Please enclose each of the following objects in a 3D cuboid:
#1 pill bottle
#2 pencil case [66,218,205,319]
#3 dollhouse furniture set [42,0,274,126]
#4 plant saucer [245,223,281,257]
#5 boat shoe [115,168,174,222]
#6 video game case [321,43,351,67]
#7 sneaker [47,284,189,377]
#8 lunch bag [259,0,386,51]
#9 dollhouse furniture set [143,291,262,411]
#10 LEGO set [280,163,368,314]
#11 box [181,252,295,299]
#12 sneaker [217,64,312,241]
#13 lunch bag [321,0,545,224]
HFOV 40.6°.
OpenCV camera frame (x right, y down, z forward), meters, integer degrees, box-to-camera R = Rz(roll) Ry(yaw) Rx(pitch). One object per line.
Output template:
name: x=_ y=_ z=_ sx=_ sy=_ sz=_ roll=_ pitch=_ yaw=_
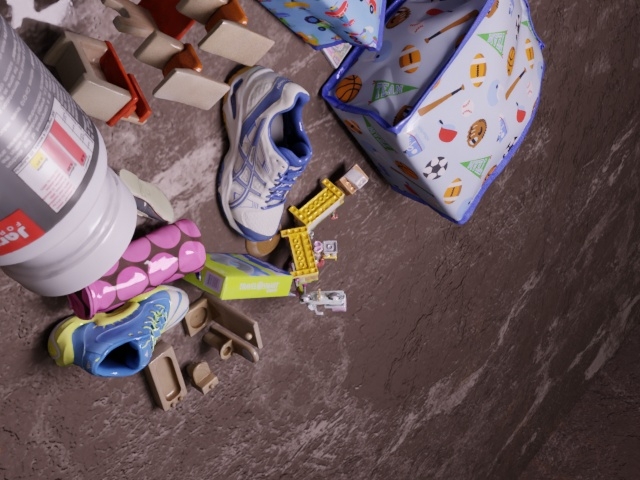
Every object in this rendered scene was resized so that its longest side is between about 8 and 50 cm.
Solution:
pill bottle: x=-0.356 y=-0.102 z=0.906 sx=0.210 sy=0.210 sz=0.363 roll=-53 pitch=143 yaw=-16
pencil case: x=-0.263 y=0.043 z=1.224 sx=0.209 sy=0.098 sz=0.095 roll=-23 pitch=93 yaw=-41
dollhouse furniture set: x=-0.192 y=-0.256 z=1.015 sx=0.259 sy=0.262 sz=0.135 roll=-40 pitch=155 yaw=25
plant saucer: x=-0.092 y=-0.007 z=1.472 sx=0.083 sy=0.015 sz=0.083 roll=-29 pitch=131 yaw=-40
boat shoe: x=-0.255 y=-0.057 z=1.211 sx=0.043 sy=0.049 sz=0.137 roll=-25 pitch=151 yaw=17
video game case: x=0.038 y=-0.358 z=1.430 sx=0.122 sy=0.011 sz=0.087 roll=-57 pitch=144 yaw=-11
sneaker: x=-0.262 y=0.141 z=1.247 sx=0.240 sy=0.126 sz=0.091 roll=-23 pitch=127 yaw=-43
lunch bag: x=0.022 y=-0.461 z=1.275 sx=0.221 sy=0.138 sz=0.293 roll=29 pitch=75 yaw=-54
dollhouse furniture set: x=-0.184 y=0.199 z=1.384 sx=0.151 sy=0.123 sz=0.144 roll=-38 pitch=137 yaw=-32
LEGO set: x=0.000 y=0.000 z=1.526 sx=0.107 sy=0.132 sz=0.287 roll=92 pitch=8 yaw=-61
box: x=-0.128 y=0.056 z=1.382 sx=0.178 sy=0.109 sz=0.042 roll=2 pitch=108 yaw=-53
sneaker: x=-0.079 y=-0.113 z=1.327 sx=0.112 sy=0.131 sz=0.296 roll=-33 pitch=135 yaw=-39
lunch bag: x=0.233 y=-0.286 z=1.535 sx=0.385 sy=0.239 sz=0.328 roll=-52 pitch=142 yaw=-5
